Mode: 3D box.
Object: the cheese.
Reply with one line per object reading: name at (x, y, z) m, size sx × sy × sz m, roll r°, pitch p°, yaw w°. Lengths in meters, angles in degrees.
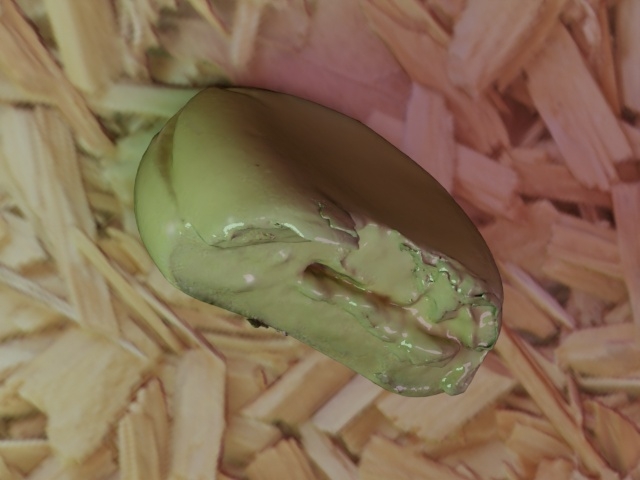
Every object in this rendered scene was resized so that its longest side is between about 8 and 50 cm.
cheese at (0.000, 0.000, 1.319) m, size 0.266 × 0.233 × 0.127 m, roll 22°, pitch 110°, yaw -29°
